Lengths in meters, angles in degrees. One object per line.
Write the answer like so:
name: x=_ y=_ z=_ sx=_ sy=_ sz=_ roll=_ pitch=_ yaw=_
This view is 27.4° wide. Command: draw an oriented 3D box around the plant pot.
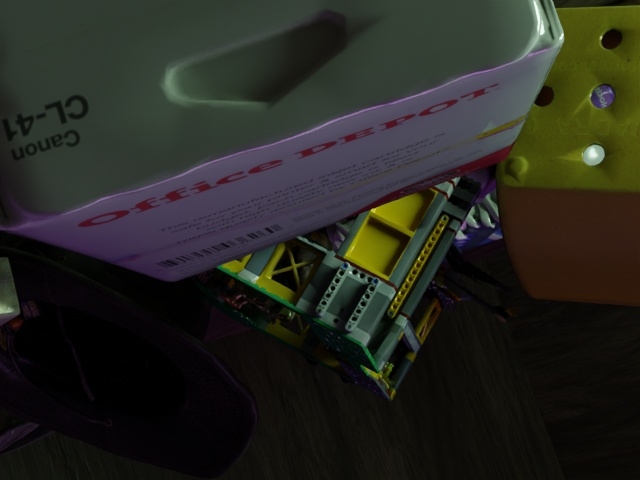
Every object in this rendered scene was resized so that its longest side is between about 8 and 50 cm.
plant pot: x=0.241 y=-0.075 z=1.003 sx=0.212 sy=0.212 sz=0.187 roll=4 pitch=163 yaw=29

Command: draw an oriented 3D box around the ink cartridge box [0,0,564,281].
ink cartridge box: x=-0.021 y=-0.080 z=0.628 sx=0.226 sy=0.131 sz=0.306 roll=-19 pitch=172 yaw=2

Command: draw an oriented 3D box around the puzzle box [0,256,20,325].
puzzle box: x=-0.467 y=0.103 z=1.108 sx=0.272 sy=0.052 sz=0.409 roll=-6 pitch=167 yaw=-41

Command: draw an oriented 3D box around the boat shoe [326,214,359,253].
boat shoe: x=0.046 y=-0.028 z=1.476 sx=0.267 sy=0.096 sz=0.088 roll=-21 pitch=170 yaw=6

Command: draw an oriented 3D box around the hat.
hat: x=-0.191 y=0.077 z=1.199 sx=0.331 sy=0.331 sz=0.134 roll=-26 pitch=-152 yaw=46

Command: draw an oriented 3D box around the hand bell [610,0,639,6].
hand bell: x=0.343 y=-0.192 z=1.011 sx=0.242 sy=0.126 sz=0.126 roll=-9 pitch=178 yaw=21

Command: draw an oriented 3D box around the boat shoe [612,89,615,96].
boat shoe: x=0.281 y=-0.145 z=1.416 sx=0.125 sy=0.038 sz=0.046 roll=-14 pitch=172 yaw=-39

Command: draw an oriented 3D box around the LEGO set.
LEGO set: x=0.011 y=-0.019 z=1.023 sx=0.192 sy=0.255 sz=0.331 roll=-60 pitch=155 yaw=-11

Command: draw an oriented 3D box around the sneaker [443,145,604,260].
sneaker: x=0.175 y=-0.040 z=1.578 sx=0.236 sy=0.130 sz=0.323 roll=-21 pitch=-179 yaw=-21

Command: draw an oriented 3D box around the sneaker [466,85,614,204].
sneaker: x=0.181 y=-0.111 z=1.193 sx=0.161 sy=0.102 sz=0.282 roll=-26 pitch=-177 yaw=23

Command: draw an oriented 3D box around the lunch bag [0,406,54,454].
lunch bag: x=-0.387 y=0.170 z=1.565 sx=0.235 sy=0.169 sz=0.287 roll=-27 pitch=178 yaw=32
